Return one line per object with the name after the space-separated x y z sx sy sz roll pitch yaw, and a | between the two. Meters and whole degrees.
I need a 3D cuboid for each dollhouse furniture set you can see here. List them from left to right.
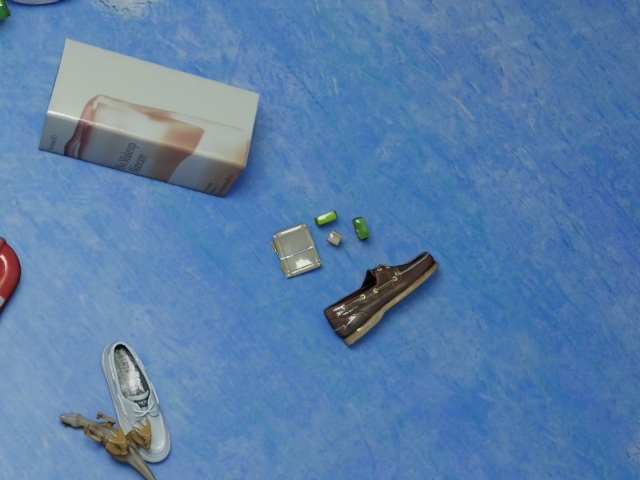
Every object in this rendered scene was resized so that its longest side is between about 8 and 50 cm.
0.000 0.000 1.872 0.151 0.058 0.076 -21 90 -3 | dollhouse furniture set

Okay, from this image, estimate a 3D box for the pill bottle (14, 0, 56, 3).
-0.444 -0.506 1.798 0.152 0.152 0.272 -7 78 -20 | pill bottle

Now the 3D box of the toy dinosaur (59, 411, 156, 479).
-0.271 0.297 1.671 0.211 0.112 0.064 42 54 3 | toy dinosaur

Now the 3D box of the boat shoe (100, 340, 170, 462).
-0.262 0.230 1.700 0.066 0.063 0.184 -14 80 -21 | boat shoe

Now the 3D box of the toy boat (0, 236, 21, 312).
-0.513 0.071 1.615 0.151 0.151 0.231 31 68 -8 | toy boat

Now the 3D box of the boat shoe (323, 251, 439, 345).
0.096 0.075 1.854 0.207 0.073 0.073 -38 91 -23 | boat shoe

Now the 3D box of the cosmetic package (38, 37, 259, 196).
-0.257 -0.178 1.768 0.296 0.153 0.129 15 70 -12 | cosmetic package

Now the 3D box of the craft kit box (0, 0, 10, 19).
-0.616 -0.397 1.726 0.250 0.061 0.246 -23 85 -4 | craft kit box
